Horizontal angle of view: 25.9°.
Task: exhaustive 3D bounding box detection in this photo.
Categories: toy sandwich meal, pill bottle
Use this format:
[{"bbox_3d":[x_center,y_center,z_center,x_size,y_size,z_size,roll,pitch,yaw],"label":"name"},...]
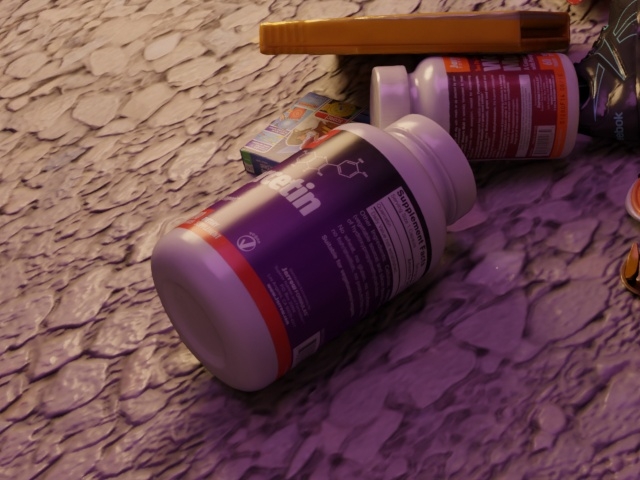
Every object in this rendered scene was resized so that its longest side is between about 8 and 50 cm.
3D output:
[{"bbox_3d":[0.340,0.028,1.401,0.086,0.029,0.085,-9,39,7],"label":"toy sandwich meal"},{"bbox_3d":[0.170,-0.149,1.568,0.221,0.121,0.121,-2,38,-4],"label":"pill bottle"},{"bbox_3d":[0.000,0.000,1.419,0.323,0.181,0.181,-34,42,-24],"label":"pill bottle"}]

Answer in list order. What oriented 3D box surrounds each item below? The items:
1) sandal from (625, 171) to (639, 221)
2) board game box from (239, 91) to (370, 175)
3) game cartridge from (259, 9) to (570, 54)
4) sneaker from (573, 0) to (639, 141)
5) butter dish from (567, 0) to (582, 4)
[{"bbox_3d":[0.425,-0.107,1.504,0.265,0.076,0.102,-37,43,-26],"label":"sandal"},{"bbox_3d":[0.022,-0.108,1.663,0.201,0.035,0.136,22,50,37],"label":"board game box"},{"bbox_3d":[0.117,-0.248,1.687,0.324,0.052,0.285,0,8,22],"label":"game cartridge"},{"bbox_3d":[0.346,-0.211,1.640,0.106,0.101,0.267,-6,38,14],"label":"sneaker"},{"bbox_3d":[0.379,-0.386,1.841,0.160,0.118,0.160,-52,39,19],"label":"butter dish"}]
